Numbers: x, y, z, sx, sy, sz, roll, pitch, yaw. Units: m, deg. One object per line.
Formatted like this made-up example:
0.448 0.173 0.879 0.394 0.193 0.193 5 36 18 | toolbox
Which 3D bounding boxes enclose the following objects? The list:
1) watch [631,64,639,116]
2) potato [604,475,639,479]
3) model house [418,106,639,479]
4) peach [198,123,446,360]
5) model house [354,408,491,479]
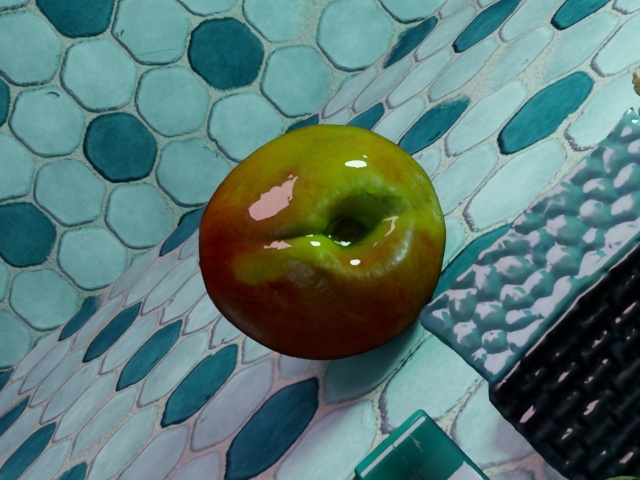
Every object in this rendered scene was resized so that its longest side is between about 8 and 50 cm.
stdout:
0.406 -0.122 1.055 0.200 0.171 0.196 -39 25 -26 | watch
0.156 0.278 0.703 0.271 0.111 0.160 -57 9 1 | potato
0.267 0.072 0.893 0.261 0.226 0.241 -45 54 4 | model house
0.000 0.000 1.433 0.308 0.308 0.332 -46 12 -8 | peach
0.092 0.216 0.935 0.100 0.149 0.127 -41 15 -4 | model house
